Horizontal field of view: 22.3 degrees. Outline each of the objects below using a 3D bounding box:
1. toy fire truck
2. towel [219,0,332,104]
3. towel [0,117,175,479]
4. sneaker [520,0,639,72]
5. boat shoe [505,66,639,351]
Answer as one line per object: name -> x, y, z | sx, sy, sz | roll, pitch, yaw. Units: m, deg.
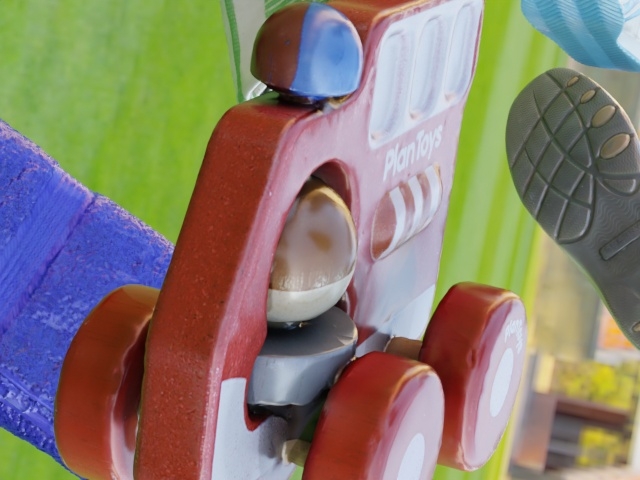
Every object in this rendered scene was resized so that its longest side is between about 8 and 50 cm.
toy fire truck -> 0.000, 0.000, 0.804 | 0.302, 0.169, 0.254 | -29, 129, -61
towel -> 0.030, -0.263, 1.133 | 0.325, 0.038, 0.248 | -44, -138, 33
towel -> -0.254, 0.046, 1.420 | 0.228, 0.308, 0.076 | -57, -164, -14
sneaker -> 0.223, -0.206, 1.309 | 0.228, 0.087, 0.092 | 26, 77, -67
boat shoe -> 0.266, -0.013, 1.446 | 0.116, 0.123, 0.324 | 37, 26, -56
